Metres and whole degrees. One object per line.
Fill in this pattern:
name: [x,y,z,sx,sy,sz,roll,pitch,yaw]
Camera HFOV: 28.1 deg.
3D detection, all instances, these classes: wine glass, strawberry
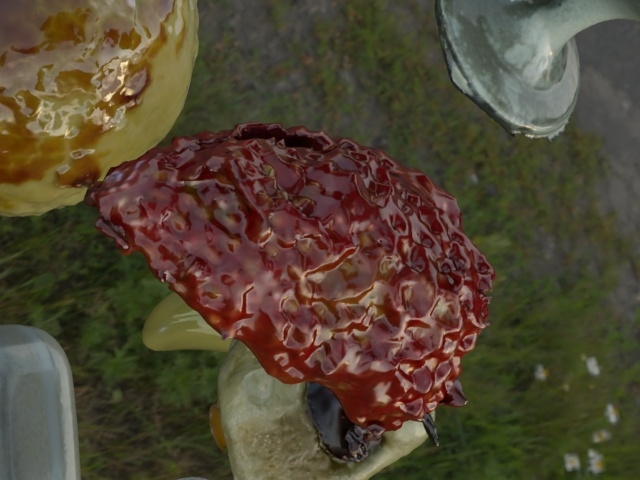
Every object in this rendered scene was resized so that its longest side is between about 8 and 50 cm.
wine glass: [0.178,-0.140,0.614,0.126,0.241,0.126,18,63,-39]
strawberry: [-0.008,-0.011,0.624,0.228,0.098,0.174,33,21,-34]

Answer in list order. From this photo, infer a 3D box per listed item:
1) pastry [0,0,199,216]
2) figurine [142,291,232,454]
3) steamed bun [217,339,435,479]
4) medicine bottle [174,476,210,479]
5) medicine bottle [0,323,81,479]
pastry: [-0.304,-0.211,1.230,0.389,0.312,0.388,3,79,-14]
figurine: [-0.048,0.153,1.464,0.325,0.124,0.222,15,91,-4]
steamed bun: [0.014,0.129,1.006,0.172,0.155,0.140,-63,138,-71]
medicine bottle: [-0.190,0.383,1.504,0.324,0.124,0.179,-14,51,-14]
medicine bottle: [-0.383,0.215,1.219,0.123,0.375,0.282,5,77,-50]
